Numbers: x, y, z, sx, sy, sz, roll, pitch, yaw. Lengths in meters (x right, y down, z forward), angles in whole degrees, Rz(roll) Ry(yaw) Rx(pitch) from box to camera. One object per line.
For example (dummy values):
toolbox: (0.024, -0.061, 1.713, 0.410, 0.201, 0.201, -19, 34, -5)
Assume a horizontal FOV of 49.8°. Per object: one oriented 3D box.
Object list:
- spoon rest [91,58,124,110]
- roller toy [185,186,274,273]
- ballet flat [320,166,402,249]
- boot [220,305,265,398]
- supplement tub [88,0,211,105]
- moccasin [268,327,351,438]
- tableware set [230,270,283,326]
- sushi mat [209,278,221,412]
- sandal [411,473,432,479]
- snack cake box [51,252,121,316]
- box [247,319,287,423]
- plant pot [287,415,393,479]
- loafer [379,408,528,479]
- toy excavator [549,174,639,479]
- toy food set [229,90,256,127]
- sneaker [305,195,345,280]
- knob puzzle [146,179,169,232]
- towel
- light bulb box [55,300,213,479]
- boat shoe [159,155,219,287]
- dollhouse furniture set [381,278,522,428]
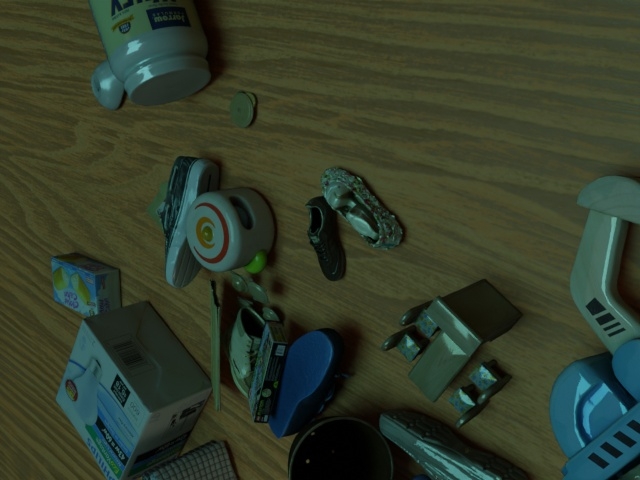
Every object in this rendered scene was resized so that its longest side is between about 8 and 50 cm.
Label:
spoon rest: (-0.567, -0.469, 1.896, 0.137, 0.084, 0.276, 62, 145, 14)
roller toy: (-0.220, -0.026, 1.626, 0.209, 0.146, 0.191, 19, 112, 38)
ballet flat: (0.069, -0.069, 1.405, 0.241, 0.077, 0.091, 42, 125, 28)
boot: (-0.163, 0.279, 1.677, 0.213, 0.077, 0.165, 60, 143, 19)
supplement tub: (-0.402, -0.507, 1.619, 0.235, 0.235, 0.325, -24, 84, 42)
moccasin: (-0.023, 0.310, 1.555, 0.137, 0.117, 0.342, 59, 137, 31)
tableware set: (-0.160, 0.143, 1.659, 0.141, 0.020, 0.168, 20, 140, 37)
sushi mat: (-0.266, 0.266, 1.749, 0.151, 0.019, 0.316, -117, 27, -62)
sandal: (0.137, 0.575, 1.454, 0.138, 0.126, 0.317, 53, 135, 28)
snack cake box: (-0.738, 0.142, 2.169, 0.264, 0.089, 0.152, 14, 108, 39)
box: (-0.123, 0.300, 1.581, 0.114, 0.036, 0.207, -124, 45, -67)
plant pot: (0.019, 0.468, 1.482, 0.230, 0.215, 0.215, 161, 94, -77)
loafer: (0.244, 0.437, 1.342, 0.319, 0.112, 0.111, 26, 108, 35)
toy excavator: (0.464, 0.184, 1.041, 0.445, 0.222, 0.433, 53, 128, 30)
toy food set: (-0.183, -0.306, 1.614, 0.082, 0.020, 0.083, 16, 111, 39)
sneaker: (0.000, 0.000, 1.486, 0.066, 0.071, 0.188, -6, 96, 42)
knob puzzle: (-0.350, -0.081, 1.806, 0.213, 0.030, 0.213, 7, 105, 26)
towel: (-0.330, 0.708, 1.838, 0.121, 0.235, 0.283, -20, 85, 46)
light bulb box: (-0.539, 0.435, 1.966, 0.358, 0.225, 0.361, 45, 125, 25)
boat shoe: (-0.342, -0.051, 1.739, 0.119, 0.121, 0.335, 20, 100, 29)
dollhouse furniture set: (0.232, 0.203, 1.264, 0.212, 0.161, 0.242, 46, 126, 24)
